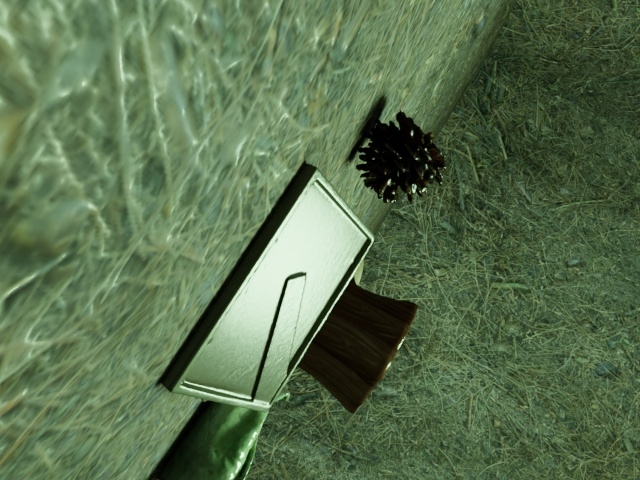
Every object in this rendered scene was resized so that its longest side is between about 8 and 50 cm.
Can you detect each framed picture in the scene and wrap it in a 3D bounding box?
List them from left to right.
[{"bbox_3d":[-0.040,0.069,0.618,0.265,0.018,0.192,-57,146,-8],"label":"framed picture"}]

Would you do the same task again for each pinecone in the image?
[{"bbox_3d":[0.115,-0.117,0.799,0.121,0.140,0.140,-39,174,4],"label":"pinecone"}]

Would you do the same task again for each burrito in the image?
[{"bbox_3d":[-0.150,0.299,0.861,0.089,0.144,0.229,50,58,-41],"label":"burrito"}]

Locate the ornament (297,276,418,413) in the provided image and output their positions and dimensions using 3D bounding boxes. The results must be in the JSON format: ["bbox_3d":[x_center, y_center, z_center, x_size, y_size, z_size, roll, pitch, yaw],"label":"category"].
[{"bbox_3d":[0.027,0.149,0.956,0.221,0.217,0.235,-57,173,-10],"label":"ornament"}]

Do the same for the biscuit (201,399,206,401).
[{"bbox_3d":[-0.137,0.182,0.794,0.120,0.015,0.120,-56,173,-10],"label":"biscuit"}]

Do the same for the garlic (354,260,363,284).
[{"bbox_3d":[-0.001,0.116,1.188,0.318,0.112,0.143,-47,175,-3],"label":"garlic"}]
